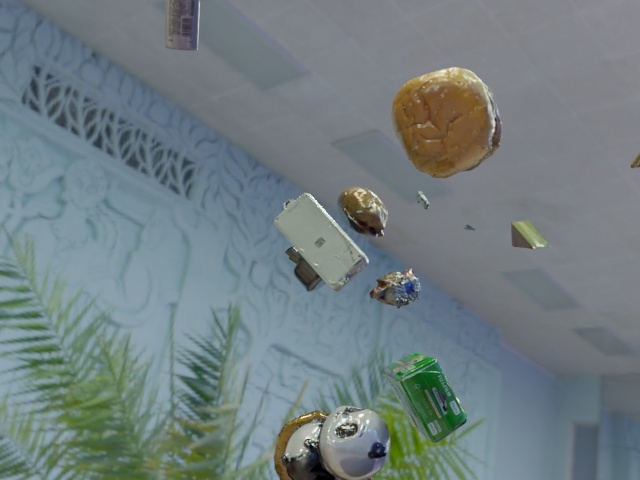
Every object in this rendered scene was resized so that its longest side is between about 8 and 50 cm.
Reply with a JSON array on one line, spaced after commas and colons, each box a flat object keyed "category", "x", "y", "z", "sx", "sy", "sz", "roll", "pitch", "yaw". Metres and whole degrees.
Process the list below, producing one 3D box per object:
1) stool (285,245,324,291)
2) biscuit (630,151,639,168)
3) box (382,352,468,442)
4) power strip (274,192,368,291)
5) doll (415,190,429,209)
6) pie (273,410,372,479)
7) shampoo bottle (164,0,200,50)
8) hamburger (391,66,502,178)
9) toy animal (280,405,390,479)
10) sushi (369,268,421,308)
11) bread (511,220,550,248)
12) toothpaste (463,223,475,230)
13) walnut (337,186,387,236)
[{"category": "stool", "x": -0.005, "y": 0.044, "z": 2.372, "sx": 0.139, "sy": 0.153, "sz": 0.228, "roll": 48, "pitch": -46, "yaw": 12}, {"category": "biscuit", "x": 0.893, "y": -0.233, "z": 2.223, "sx": 0.081, "sy": 0.018, "sz": 0.083, "roll": -11, "pitch": -39, "yaw": -36}, {"category": "box", "x": 0.241, "y": 0.361, "z": 1.893, "sx": 0.103, "sy": 0.180, "sz": 0.250, "roll": -28, "pitch": -2, "yaw": -8}, {"category": "power strip", "x": 0.000, "y": 0.000, "z": 1.377, "sx": 0.192, "sy": 0.081, "sz": 0.035, "roll": 48, "pitch": 0, "yaw": 28}, {"category": "doll", "x": 0.366, "y": -0.143, "z": 2.913, "sx": 0.027, "sy": 0.037, "sz": 0.125, "roll": -7, "pitch": 24, "yaw": -5}, {"category": "pie", "x": 0.010, "y": 0.562, "z": 2.081, "sx": 0.273, "sy": 0.274, "sz": 0.069, "roll": 10, "pitch": 11, "yaw": 5}, {"category": "shampoo bottle", "x": -0.342, "y": -0.591, "z": 2.019, "sx": 0.086, "sy": 0.228, "sz": 0.056, "roll": 2, "pitch": 21, "yaw": -8}, {"category": "hamburger", "x": 0.264, "y": -0.249, "z": 1.721, "sx": 0.244, "sy": 0.245, "sz": 0.163, "roll": 0, "pitch": 10, "yaw": 27}, {"category": "toy animal", "x": 0.046, "y": 0.470, "z": 1.836, "sx": 0.235, "sy": 0.187, "sz": 0.165, "roll": -33, "pitch": -79, "yaw": 25}, {"category": "sushi", "x": 0.224, "y": 0.149, "z": 2.383, "sx": 0.103, "sy": 0.097, "sz": 0.226, "roll": 26, "pitch": 25, "yaw": 36}, {"category": "bread", "x": 0.698, "y": -0.019, "z": 2.705, "sx": 0.074, "sy": 0.084, "sz": 0.139, "roll": -4, "pitch": 5, "yaw": -15}, {"category": "toothpaste", "x": 0.389, "y": -0.034, "z": 2.127, "sx": 0.024, "sy": 0.015, "sz": 0.083, "roll": 37, "pitch": 2, "yaw": -1}, {"category": "walnut", "x": 0.129, "y": -0.089, "z": 2.511, "sx": 0.137, "sy": 0.137, "sz": 0.245, "roll": 26, "pitch": 13, "yaw": -32}]
